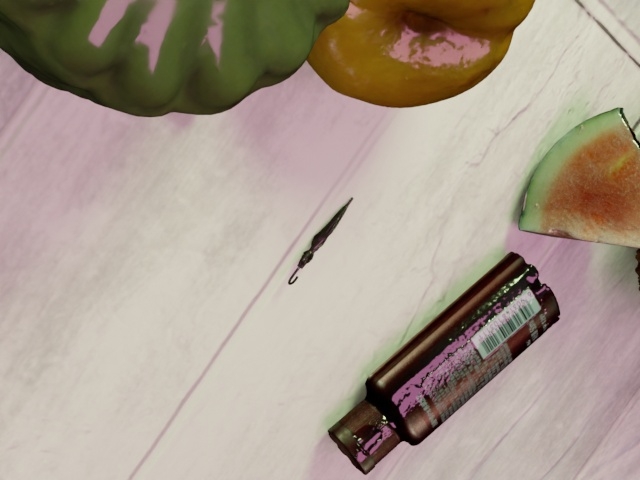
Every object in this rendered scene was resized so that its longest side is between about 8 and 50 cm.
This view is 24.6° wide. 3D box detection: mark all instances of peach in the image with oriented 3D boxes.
[{"bbox_3d":[0.087,-0.238,1.412,0.251,0.153,0.251,-17,145,-13],"label":"peach"}]

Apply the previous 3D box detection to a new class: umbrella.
[{"bbox_3d":[-0.001,0.000,1.631,0.013,0.022,0.122,41,76,-22],"label":"umbrella"}]

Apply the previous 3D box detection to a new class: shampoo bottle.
[{"bbox_3d":[0.152,0.158,1.819,0.323,0.084,0.129,-41,133,-10],"label":"shampoo bottle"}]

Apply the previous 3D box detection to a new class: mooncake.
[{"bbox_3d":[-0.128,-0.276,1.171,0.356,0.194,0.356,-13,116,-28],"label":"mooncake"}]

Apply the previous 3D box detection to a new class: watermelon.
[{"bbox_3d":[0.368,-0.064,1.809,0.136,0.202,0.207,-49,161,-58],"label":"watermelon"}]

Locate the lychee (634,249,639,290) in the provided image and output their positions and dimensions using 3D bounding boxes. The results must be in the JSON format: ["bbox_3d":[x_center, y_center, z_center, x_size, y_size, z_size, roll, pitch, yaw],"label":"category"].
[{"bbox_3d":[0.546,0.043,1.978,0.271,0.271,0.271,-22,130,-29],"label":"lychee"}]
